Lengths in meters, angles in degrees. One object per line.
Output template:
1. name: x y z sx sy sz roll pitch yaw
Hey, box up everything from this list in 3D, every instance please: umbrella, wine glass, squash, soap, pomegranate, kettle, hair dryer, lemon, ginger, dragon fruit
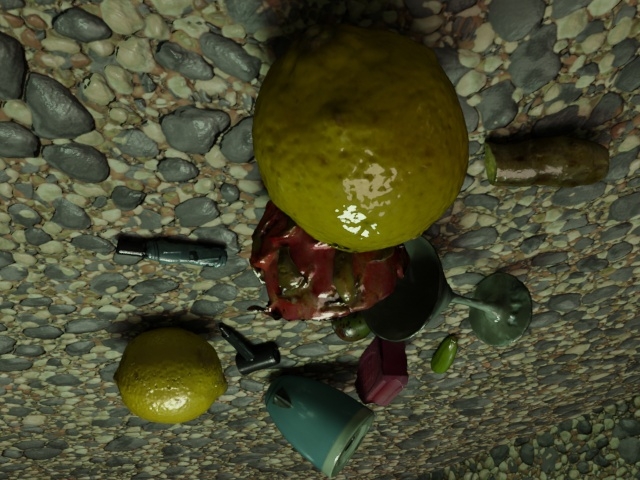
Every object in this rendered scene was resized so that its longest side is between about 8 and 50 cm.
1. umbrella: -0.334 0.031 1.539 0.250 0.053 0.052 6 145 -22
2. wine glass: 0.330 0.143 1.703 0.406 0.267 0.267 13 141 -38
3. squash: 0.408 0.373 2.219 0.066 0.066 0.201 -1 140 -11
4. soap: 0.192 0.426 2.157 0.099 0.162 0.250 3 144 -17
5. pomegranate: 0.084 0.213 1.858 0.130 0.130 0.130 -6 147 -4
6. kettle: -0.022 0.579 2.243 0.247 0.342 0.319 -56 159 -7
7. hair dryer: -0.218 0.309 1.986 0.128 0.070 0.255 -17 141 12
8. lemon: -0.404 0.366 1.847 0.310 0.258 0.258 10 145 -5
9. ginger: 0.463 -0.162 1.383 0.262 0.116 0.109 0 106 -4
10. lemon: 0.059 -0.168 1.074 0.349 0.350 0.387 -20 127 17
11. dragon fruit: 0.002 -0.007 1.358 0.296 0.314 0.263 2 114 37
